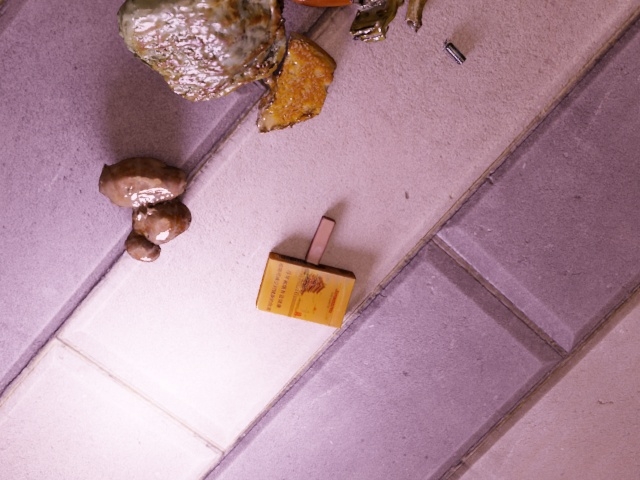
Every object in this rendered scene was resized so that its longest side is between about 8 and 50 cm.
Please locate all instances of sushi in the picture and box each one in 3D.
[{"bbox_3d":[0.159,-0.672,1.641,0.131,0.139,0.290,21,81,-49],"label":"sushi"}]

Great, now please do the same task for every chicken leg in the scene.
[{"bbox_3d":[0.266,-0.693,1.705,0.103,0.088,0.227,10,111,-18],"label":"chicken leg"}]

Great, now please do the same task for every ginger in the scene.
[{"bbox_3d":[-0.480,-0.091,1.758,0.245,0.155,0.304,-14,106,-3],"label":"ginger"}]

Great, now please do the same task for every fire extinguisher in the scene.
[{"bbox_3d":[0.379,-0.540,1.784,0.083,0.025,0.038,42,121,-15],"label":"fire extinguisher"}]

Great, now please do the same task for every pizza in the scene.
[{"bbox_3d":[-0.077,-0.419,1.750,0.189,0.071,0.296,20,106,-23],"label":"pizza"}]

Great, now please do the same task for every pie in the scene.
[{"bbox_3d":[-0.264,-0.510,1.515,0.395,0.418,0.180,-22,78,6],"label":"pie"}]

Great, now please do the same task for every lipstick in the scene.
[{"bbox_3d":[0.000,0.000,1.888,0.045,0.045,0.145,19,103,-12],"label":"lipstick"}]

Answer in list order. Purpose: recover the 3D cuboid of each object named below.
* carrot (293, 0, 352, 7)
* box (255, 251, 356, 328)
[{"bbox_3d":[-0.002,-0.667,1.696,0.271,0.066,0.062,11,139,-10],"label":"carrot"},{"bbox_3d":[-0.047,0.155,1.913,0.274,0.076,0.174,14,105,-9],"label":"box"}]
